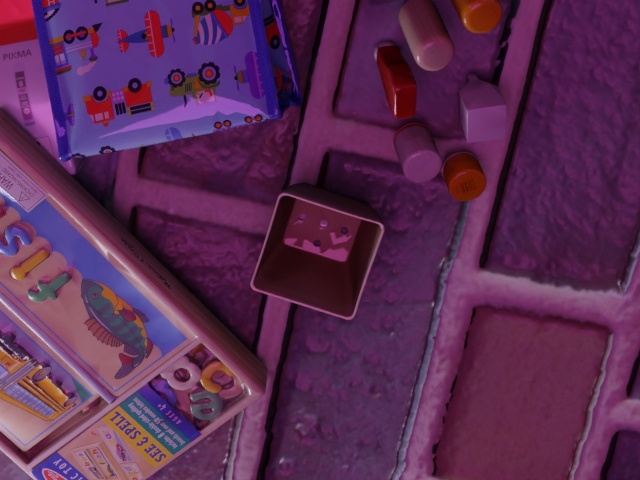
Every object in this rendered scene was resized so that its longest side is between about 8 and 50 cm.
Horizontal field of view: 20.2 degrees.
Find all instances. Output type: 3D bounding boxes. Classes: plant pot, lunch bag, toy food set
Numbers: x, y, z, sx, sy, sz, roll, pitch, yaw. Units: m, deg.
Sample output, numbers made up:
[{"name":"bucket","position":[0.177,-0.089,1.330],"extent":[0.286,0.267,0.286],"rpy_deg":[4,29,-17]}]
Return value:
[{"name":"plant pot","position":[0.000,0.000,1.806],"extent":[0.109,0.096,0.109],"rpy_deg":[18,111,-2]},{"name":"lunch bag","position":[-0.162,-0.244,1.718],"extent":[0.221,0.138,0.293],"rpy_deg":[-10,99,10]},{"name":"toy food set","position":[0.115,-0.157,1.754],"extent":[0.111,0.104,0.232],"rpy_deg":[-9,129,-6]}]

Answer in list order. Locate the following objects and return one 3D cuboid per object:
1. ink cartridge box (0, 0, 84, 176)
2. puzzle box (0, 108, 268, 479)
[{"name":"ink cartridge box","position":[-0.358,-0.161,1.795],"extent":[0.189,0.066,0.232],"rpy_deg":[-10,114,9]},{"name":"puzzle box","position":[-0.288,0.088,1.855],"extent":[0.272,0.052,0.409],"rpy_deg":[-37,111,20]}]
